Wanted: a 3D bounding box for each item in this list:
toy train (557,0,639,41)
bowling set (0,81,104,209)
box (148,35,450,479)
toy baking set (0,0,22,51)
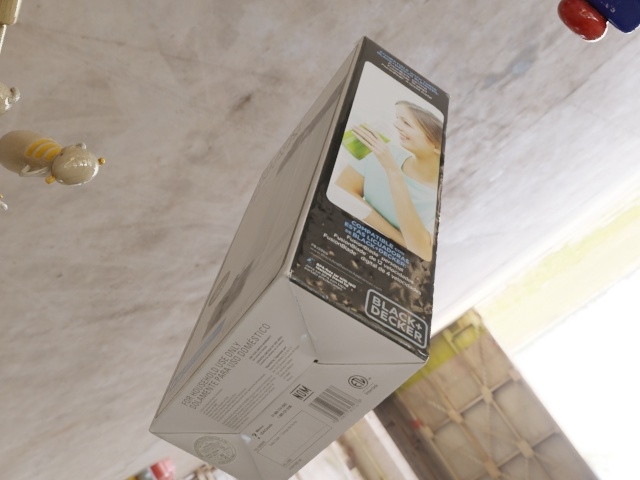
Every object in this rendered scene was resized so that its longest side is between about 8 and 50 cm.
[{"bbox_3d":[0.166,-0.272,0.574,0.105,0.248,0.143,-49,-178,29],"label":"toy train"},{"bbox_3d":[-0.371,-0.106,0.682,0.287,0.154,0.199,-35,127,-38],"label":"bowling set"},{"bbox_3d":[0.000,0.000,0.506,0.169,0.087,0.290,-49,-165,37],"label":"box"},{"bbox_3d":[-0.304,-0.262,0.565,0.256,0.197,0.030,-60,179,23],"label":"toy baking set"}]
